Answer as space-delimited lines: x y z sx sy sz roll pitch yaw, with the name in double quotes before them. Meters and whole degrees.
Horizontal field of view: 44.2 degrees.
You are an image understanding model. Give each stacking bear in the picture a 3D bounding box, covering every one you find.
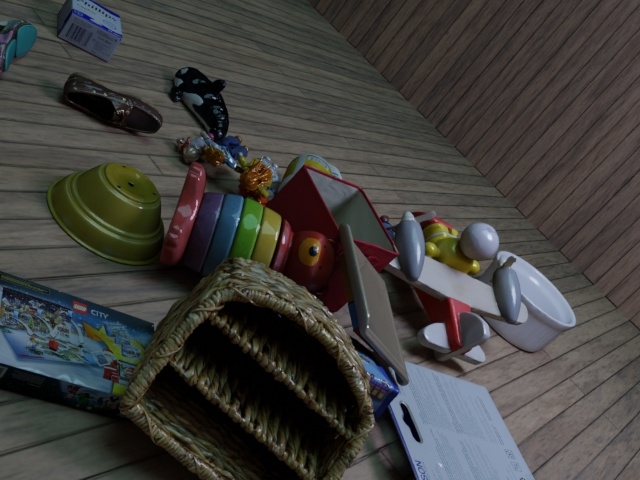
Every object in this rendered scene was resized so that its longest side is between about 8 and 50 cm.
"stacking bear" -0.112 0.008 1.349 0.289 0.164 0.175 18 65 -9

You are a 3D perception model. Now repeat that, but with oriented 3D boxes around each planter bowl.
"planter bowl" -0.337 -0.066 1.324 0.217 0.090 0.217 31 25 -17

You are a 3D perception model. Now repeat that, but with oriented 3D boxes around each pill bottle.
"pill bottle" -0.037 -0.114 1.817 0.117 0.117 0.208 35 23 -10

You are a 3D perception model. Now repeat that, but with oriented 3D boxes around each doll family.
"doll family" -0.183 -0.169 1.697 0.263 0.118 0.163 40 24 1
"doll family" 0.116 -0.044 1.983 0.193 0.076 0.111 34 19 -24

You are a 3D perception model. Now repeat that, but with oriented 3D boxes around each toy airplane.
"toy airplane" 0.301 0.082 1.771 0.384 0.272 0.386 44 23 10

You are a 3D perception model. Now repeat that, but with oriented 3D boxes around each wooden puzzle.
"wooden puzzle" 0.086 0.116 1.379 0.239 0.044 0.221 57 17 -49

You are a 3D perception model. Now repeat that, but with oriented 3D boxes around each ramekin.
"ramekin" 0.544 0.172 2.142 0.277 0.135 0.277 32 25 -17

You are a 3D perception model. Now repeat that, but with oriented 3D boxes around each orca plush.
"orca plush" -0.273 -0.348 1.904 0.151 0.102 0.287 23 28 -33

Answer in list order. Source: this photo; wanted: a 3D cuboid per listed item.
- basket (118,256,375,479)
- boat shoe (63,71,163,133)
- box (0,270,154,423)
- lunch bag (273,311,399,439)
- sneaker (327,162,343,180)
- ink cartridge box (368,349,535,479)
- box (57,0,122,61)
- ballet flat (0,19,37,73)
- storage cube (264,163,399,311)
"basket" -0.070 0.192 1.039 0.299 0.213 0.223 45 17 -14
"boat shoe" -0.418 -0.264 1.588 0.207 0.073 0.073 21 30 -22
"box" -0.325 0.141 1.027 0.233 0.044 0.159 25 28 -31
"lunch bag" -0.013 0.182 1.338 0.221 0.138 0.293 31 15 -14
"sneaker" 0.017 -0.156 2.046 0.075 0.057 0.161 24 30 -44
"ink cartridge box" 0.232 0.368 1.419 0.330 0.071 0.324 21 30 -30
"box" -0.534 -0.497 1.826 0.126 0.072 0.137 24 27 -33
"ballet flat" -0.613 -0.381 1.516 0.079 0.077 0.221 13 29 -10
"storage cube" 0.000 0.000 1.546 0.183 0.193 0.215 17 36 -46
